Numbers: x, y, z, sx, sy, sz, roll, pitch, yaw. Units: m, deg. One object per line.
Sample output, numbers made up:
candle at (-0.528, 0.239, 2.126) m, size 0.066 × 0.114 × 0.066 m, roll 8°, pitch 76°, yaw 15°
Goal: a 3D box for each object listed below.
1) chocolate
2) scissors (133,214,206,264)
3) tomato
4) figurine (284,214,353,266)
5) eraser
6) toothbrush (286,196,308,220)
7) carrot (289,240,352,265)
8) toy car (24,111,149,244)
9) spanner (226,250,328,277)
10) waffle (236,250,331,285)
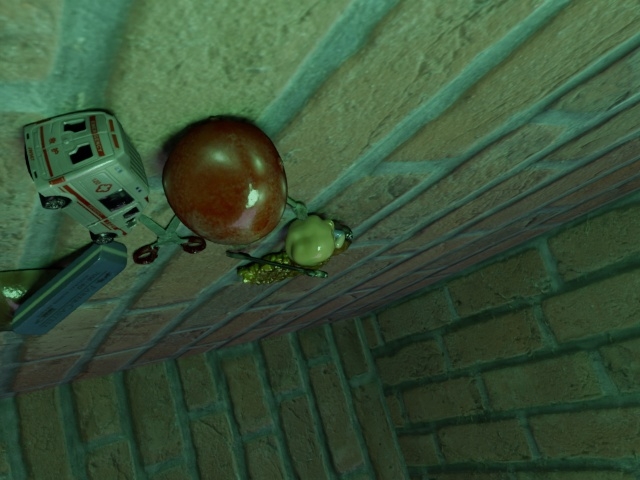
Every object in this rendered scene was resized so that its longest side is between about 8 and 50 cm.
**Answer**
chocolate at (-0.583, 0.133, 1.052) m, size 0.157 × 0.080 × 0.254 m, roll -3°, pitch 160°, yaw -43°
scissors at (-0.283, -0.009, 0.997) m, size 0.144 × 0.017 × 0.247 m, roll -13°, pitch 164°, yaw -16°
tomato at (-0.119, -0.067, 0.703) m, size 0.167 × 0.167 × 0.167 m, roll -16°, pitch 166°, yaw -4°
figurine at (0.000, 0.000, 1.191) m, size 0.114 × 0.108 × 0.196 m, roll -5°, pitch 179°, yaw 27°
eraser at (-0.443, 0.084, 0.963) m, size 0.225 × 0.036 × 0.082 m, roll -39°, pitch 161°, yaw 2°
toothbrush at (-0.083, -0.080, 0.944) m, size 0.026 × 0.028 × 0.294 m, roll -23°, pitch 160°, yaw 17°
carrot at (0.010, 0.016, 1.339) m, size 0.205 × 0.072 × 0.072 m, roll -9°, pitch 164°, yaw -48°
toy car at (-0.260, -0.070, 0.652) m, size 0.108 × 0.089 × 0.209 m, roll -21°, pitch 163°, yaw -6°
spanner at (-0.098, 0.051, 1.178) m, size 0.254 × 0.015 × 0.054 m, roll 11°, pitch -178°, yaw 30°
waffle at (-0.091, 0.070, 1.440) m, size 0.229 × 0.051 × 0.231 m, roll -22°, pitch 166°, yaw 18°
